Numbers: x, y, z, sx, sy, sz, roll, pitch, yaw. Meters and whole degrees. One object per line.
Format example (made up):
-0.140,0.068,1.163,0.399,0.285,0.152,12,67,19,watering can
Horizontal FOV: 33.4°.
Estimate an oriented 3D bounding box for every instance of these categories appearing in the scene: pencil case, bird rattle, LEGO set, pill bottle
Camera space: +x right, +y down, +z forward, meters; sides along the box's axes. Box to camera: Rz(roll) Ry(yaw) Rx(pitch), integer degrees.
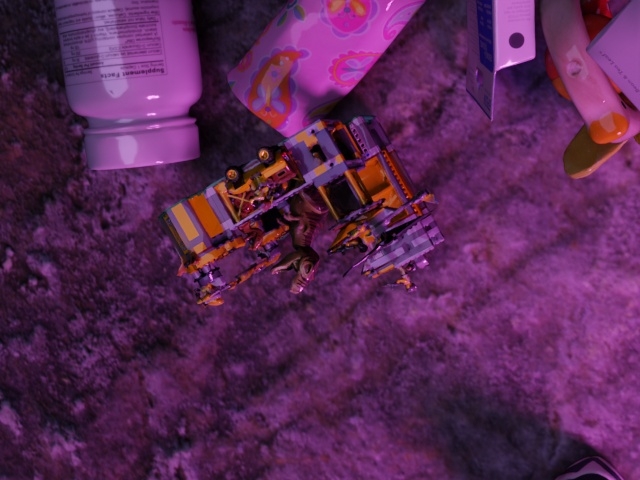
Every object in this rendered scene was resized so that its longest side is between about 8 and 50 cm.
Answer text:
0.021,-0.244,1.156,0.124,0.124,0.284,45,114,11,pencil case
0.264,-0.183,1.003,0.143,0.207,0.254,-14,98,25,bird rattle
0.000,0.000,1.120,0.255,0.331,0.192,-30,88,7,LEGO set
-0.224,-0.230,1.247,0.160,0.160,0.283,-2,100,26,pill bottle

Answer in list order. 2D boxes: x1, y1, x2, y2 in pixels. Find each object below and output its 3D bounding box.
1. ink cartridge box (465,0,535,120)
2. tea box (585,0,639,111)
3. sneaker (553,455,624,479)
0.170,-0.234,1.031,0.045,0.206,0.208,-1,107,1,ink cartridge box
0.457,-0.151,0.819,0.329,0.323,0.220,50,153,8,tea box
0.228,0.343,1.147,0.235,0.153,0.094,-45,78,25,sneaker
